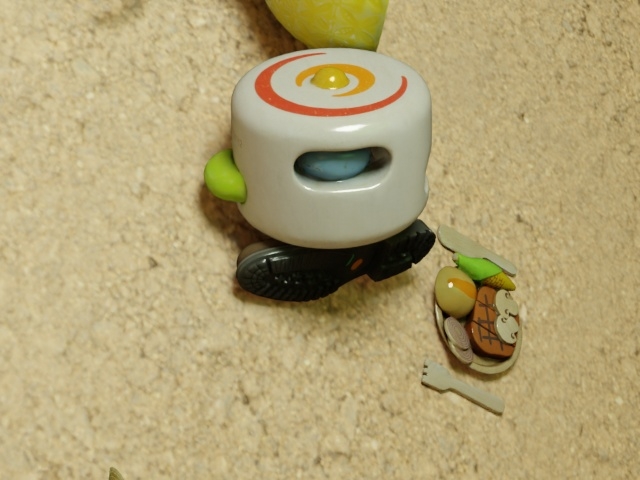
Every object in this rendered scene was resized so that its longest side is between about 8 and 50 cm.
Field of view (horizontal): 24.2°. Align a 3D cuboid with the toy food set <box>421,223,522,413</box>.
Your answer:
[{"bbox_3d":[0.171,0.080,1.592,0.132,0.038,0.192,26,56,-28],"label":"toy food set"}]

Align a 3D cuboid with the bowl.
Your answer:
[{"bbox_3d":[-0.009,-0.326,1.513,0.156,0.289,0.289,6,63,-5],"label":"bowl"}]

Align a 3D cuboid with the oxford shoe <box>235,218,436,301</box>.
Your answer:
[{"bbox_3d":[0.000,0.000,1.478,0.227,0.082,0.096,-12,55,-40],"label":"oxford shoe"}]

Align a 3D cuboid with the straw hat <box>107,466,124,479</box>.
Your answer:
[{"bbox_3d":[-0.174,0.260,1.212,0.061,0.144,0.144,-19,81,-1],"label":"straw hat"}]

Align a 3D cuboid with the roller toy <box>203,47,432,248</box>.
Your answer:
[{"bbox_3d":[0.012,-0.097,1.419,0.209,0.191,0.146,-34,134,-42],"label":"roller toy"}]
